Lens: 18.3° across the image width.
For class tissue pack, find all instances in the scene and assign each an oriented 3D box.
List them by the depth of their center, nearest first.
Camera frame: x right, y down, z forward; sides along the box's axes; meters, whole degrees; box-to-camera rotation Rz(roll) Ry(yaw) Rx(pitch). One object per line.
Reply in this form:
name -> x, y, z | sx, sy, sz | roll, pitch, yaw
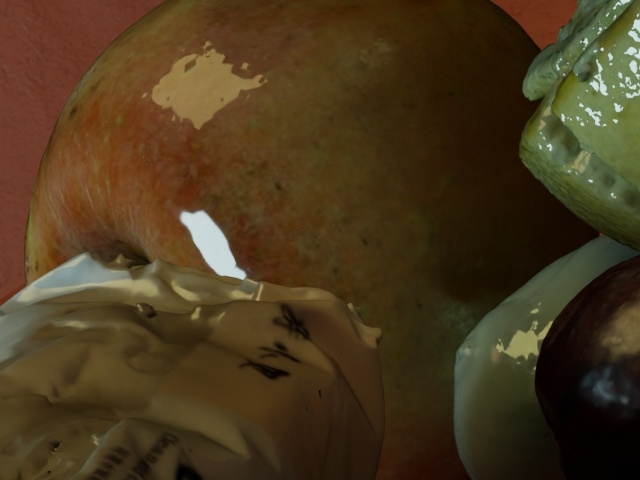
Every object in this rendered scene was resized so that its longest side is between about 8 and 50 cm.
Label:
tissue pack -> -0.123, 0.206, 0.765 | 0.375, 0.195, 0.390 | -56, -16, -62

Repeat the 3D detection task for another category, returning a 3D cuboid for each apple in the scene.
apple -> 0.000, 0.000, 1.183 | 0.305, 0.338, 0.338 | -25, 5, -41

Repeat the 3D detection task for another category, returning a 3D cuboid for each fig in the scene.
fig -> 0.231, 0.066, 0.831 | 0.274, 0.170, 0.145 | -12, 42, 1

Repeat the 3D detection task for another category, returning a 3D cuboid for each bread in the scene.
bread -> 0.178, -0.095, 0.866 | 0.257, 0.124, 0.186 | -52, 4, 39

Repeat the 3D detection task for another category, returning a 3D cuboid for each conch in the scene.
conch -> 0.164, 0.052, 0.987 | 0.221, 0.121, 0.185 | -30, -7, -5
